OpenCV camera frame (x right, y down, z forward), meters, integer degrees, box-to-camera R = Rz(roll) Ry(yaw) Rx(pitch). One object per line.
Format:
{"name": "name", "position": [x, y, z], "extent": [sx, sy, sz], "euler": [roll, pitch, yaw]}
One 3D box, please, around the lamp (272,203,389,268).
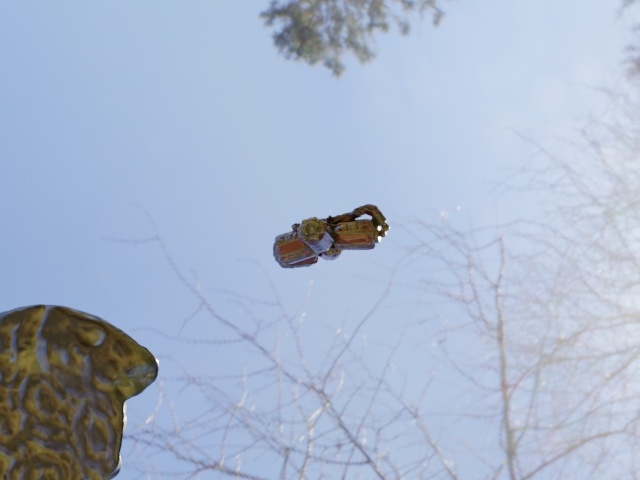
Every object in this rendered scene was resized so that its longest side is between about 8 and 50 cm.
{"name": "lamp", "position": [0.000, 0.000, 0.635], "extent": [0.063, 0.083, 0.031], "euler": [-1, -107, -27]}

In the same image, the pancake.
{"name": "pancake", "position": [-0.146, 0.123, 0.476], "extent": [0.020, 0.190, 0.184], "euler": [11, -132, -62]}
